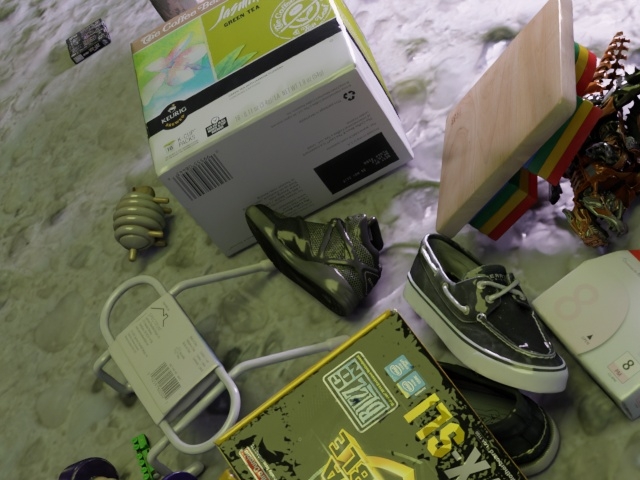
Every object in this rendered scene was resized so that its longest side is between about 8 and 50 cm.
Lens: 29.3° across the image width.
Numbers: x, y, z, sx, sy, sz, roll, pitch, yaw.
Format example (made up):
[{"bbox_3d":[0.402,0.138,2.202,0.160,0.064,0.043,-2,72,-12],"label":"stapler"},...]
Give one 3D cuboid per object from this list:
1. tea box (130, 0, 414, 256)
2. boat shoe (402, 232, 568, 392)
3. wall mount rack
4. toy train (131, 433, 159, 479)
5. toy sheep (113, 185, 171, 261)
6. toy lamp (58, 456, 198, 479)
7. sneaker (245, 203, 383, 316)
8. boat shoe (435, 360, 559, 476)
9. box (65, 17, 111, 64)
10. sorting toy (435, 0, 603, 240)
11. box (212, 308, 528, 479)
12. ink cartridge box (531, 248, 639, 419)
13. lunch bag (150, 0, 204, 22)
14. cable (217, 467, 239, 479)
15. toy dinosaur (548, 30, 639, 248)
[{"bbox_3d":[-0.080,-0.214,1.851,0.329,0.220,0.323,-28,45,10],"label":"tea box"},{"bbox_3d":[0.203,0.080,1.492,0.301,0.108,0.102,46,129,56],"label":"boat shoe"},{"bbox_3d":[-0.146,0.152,1.676,0.304,0.130,0.350,-43,45,0],"label":"wall mount rack"},{"bbox_3d":[-0.240,0.300,1.684,0.024,0.017,0.083,-26,45,-4],"label":"toy train"},{"bbox_3d":[-0.283,-0.027,1.925,0.091,0.091,0.132,-10,57,25],"label":"toy sheep"},{"bbox_3d":[-0.256,0.324,1.595,0.275,0.080,0.080,-7,50,48],"label":"toy lamp"},{"bbox_3d":[0.000,0.000,1.715,0.130,0.087,0.227,-42,54,-19],"label":"sneaker"},{"bbox_3d":[0.115,0.195,1.482,0.340,0.113,0.127,14,63,38],"label":"boat shoe"},{"bbox_3d":[-0.445,-0.382,2.348,0.083,0.018,0.067,-31,45,6],"label":"box"},{"bbox_3d":[0.265,-0.148,1.588,0.255,0.089,0.257,-49,19,38],"label":"sorting toy"},{"bbox_3d":[0.078,0.277,1.344,0.257,0.079,0.322,-36,70,-2],"label":"box"},{"bbox_3d":[0.396,0.073,1.452,0.232,0.066,0.189,-40,45,3],"label":"ink cartridge box"},{"bbox_3d":[-0.211,-0.430,2.091,0.169,0.235,0.287,-30,45,4],"label":"lunch bag"},{"bbox_3d":[-0.168,0.400,1.552,0.287,0.072,0.139,-39,53,16],"label":"cable"},{"bbox_3d":[0.383,-0.147,1.579,0.218,0.164,0.322,-21,66,37],"label":"toy dinosaur"}]
